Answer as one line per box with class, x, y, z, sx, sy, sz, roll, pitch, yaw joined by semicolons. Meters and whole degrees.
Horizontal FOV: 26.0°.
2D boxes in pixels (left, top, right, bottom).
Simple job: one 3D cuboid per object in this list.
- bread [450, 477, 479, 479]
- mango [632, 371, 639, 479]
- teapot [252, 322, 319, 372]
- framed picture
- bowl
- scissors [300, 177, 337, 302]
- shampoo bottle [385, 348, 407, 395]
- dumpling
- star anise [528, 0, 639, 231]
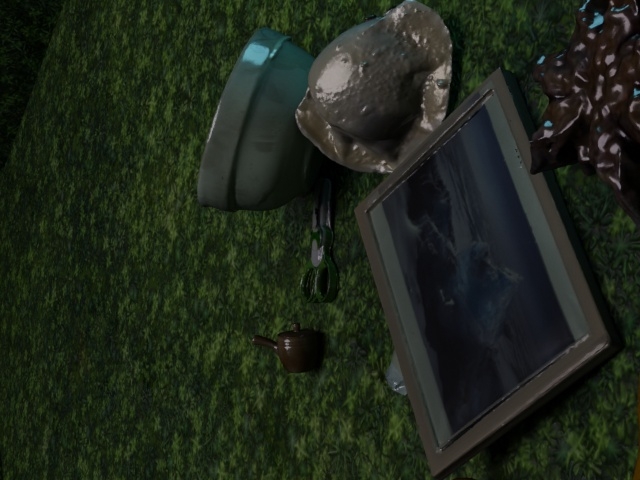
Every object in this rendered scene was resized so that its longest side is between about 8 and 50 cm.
bread;0.215;0.344;1.679;0.124;0.084;0.344;65;160;-10
mango;0.372;0.211;1.345;0.151;0.156;0.248;70;-170;-64
teapot;-0.054;0.172;2.254;0.085;0.110;0.080;-23;-71;-71
framed picture;0.195;0.039;1.788;0.326;0.028;0.446;-45;45;34
bowl;-0.073;-0.178;2.223;0.307;0.163;0.307;18;-90;-84
scissors;0.000;0.000;2.257;0.101;0.027;0.204;-7;79;60
shampoo bottle;0.147;0.115;1.916;0.072;0.049;0.212;55;131;48
dumpling;0.087;-0.208;2.016;0.227;0.175;0.243;57;158;11
star anise;0.331;-0.156;1.551;0.315;0.108;0.315;-24;60;51
